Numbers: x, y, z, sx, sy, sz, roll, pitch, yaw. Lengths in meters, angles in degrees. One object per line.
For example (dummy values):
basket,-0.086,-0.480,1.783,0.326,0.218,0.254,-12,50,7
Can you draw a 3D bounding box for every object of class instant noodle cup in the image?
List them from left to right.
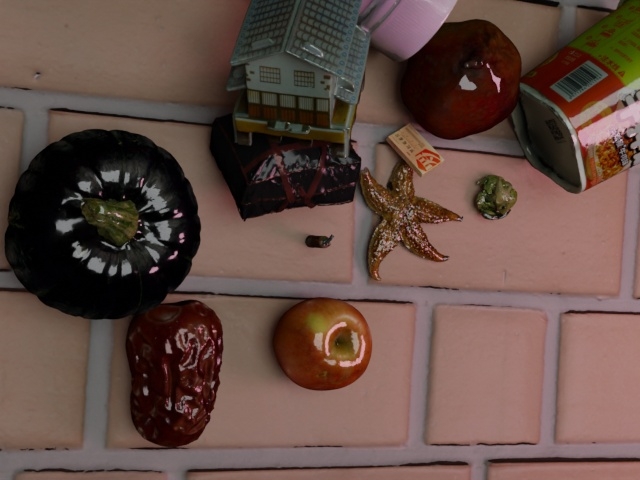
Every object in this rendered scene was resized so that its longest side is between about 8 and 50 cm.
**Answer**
instant noodle cup,0.517,-0.253,1.920,0.307,0.294,0.294,-30,102,-10

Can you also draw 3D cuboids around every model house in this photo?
model house,-0.029,-0.271,1.619,0.198,0.215,0.224,10,50,6

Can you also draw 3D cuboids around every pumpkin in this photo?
pumpkin,-0.308,-0.024,1.598,0.295,0.296,0.296,-1,92,-21

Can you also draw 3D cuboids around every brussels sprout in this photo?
brussels sprout,0.320,-0.075,1.958,0.085,0.058,0.085,-1,101,-6

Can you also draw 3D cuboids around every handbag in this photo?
handbag,-0.055,-0.127,1.739,0.215,0.169,0.155,-12,139,-17

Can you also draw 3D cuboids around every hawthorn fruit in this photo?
hawthorn fruit,0.242,-0.274,1.815,0.208,0.248,0.208,0,89,-4

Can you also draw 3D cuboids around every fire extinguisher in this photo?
fire extinguisher,0.000,0.000,1.818,0.022,0.083,0.028,42,76,-16

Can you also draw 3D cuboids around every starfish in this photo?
starfish,0.146,-0.039,1.898,0.227,0.043,0.241,26,85,-19

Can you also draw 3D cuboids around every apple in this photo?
apple,0.001,0.172,1.800,0.163,0.139,0.163,4,81,-31

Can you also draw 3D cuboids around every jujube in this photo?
jujube,-0.232,0.206,1.705,0.155,0.155,0.230,2,99,-21

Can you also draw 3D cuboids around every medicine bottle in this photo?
medicine bottle,0.061,-0.451,1.744,0.302,0.241,0.241,31,80,-19

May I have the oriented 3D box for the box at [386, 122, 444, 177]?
box,0.165,-0.158,1.887,0.058,0.015,0.093,-33,74,-31
